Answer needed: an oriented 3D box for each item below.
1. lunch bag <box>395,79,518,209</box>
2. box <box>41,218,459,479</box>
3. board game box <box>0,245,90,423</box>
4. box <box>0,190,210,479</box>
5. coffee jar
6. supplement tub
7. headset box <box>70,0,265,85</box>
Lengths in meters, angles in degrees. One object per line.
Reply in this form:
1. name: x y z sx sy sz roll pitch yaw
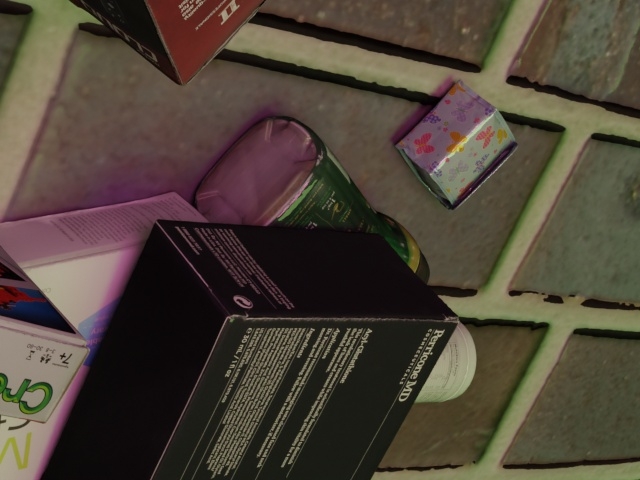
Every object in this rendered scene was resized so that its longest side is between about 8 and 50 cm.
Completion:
1. lunch bag: 0.104 -0.063 1.094 0.071 0.053 0.083 -45 149 -3
2. box: -0.057 0.123 0.952 0.184 0.103 0.261 5 122 -39
3. board game box: -0.271 -0.012 0.682 0.305 0.193 0.053 21 105 -48
4. box: -0.199 0.133 0.969 0.232 0.058 0.322 -12 130 -36
5. coffee jar: 0.000 0.000 1.027 0.096 0.079 0.184 -46 139 -1
6. supplement tub: 0.061 0.091 1.161 0.107 0.071 0.071 3 118 -45
7. headset box: -0.116 -0.204 0.594 0.110 0.218 0.293 -47 163 -10
